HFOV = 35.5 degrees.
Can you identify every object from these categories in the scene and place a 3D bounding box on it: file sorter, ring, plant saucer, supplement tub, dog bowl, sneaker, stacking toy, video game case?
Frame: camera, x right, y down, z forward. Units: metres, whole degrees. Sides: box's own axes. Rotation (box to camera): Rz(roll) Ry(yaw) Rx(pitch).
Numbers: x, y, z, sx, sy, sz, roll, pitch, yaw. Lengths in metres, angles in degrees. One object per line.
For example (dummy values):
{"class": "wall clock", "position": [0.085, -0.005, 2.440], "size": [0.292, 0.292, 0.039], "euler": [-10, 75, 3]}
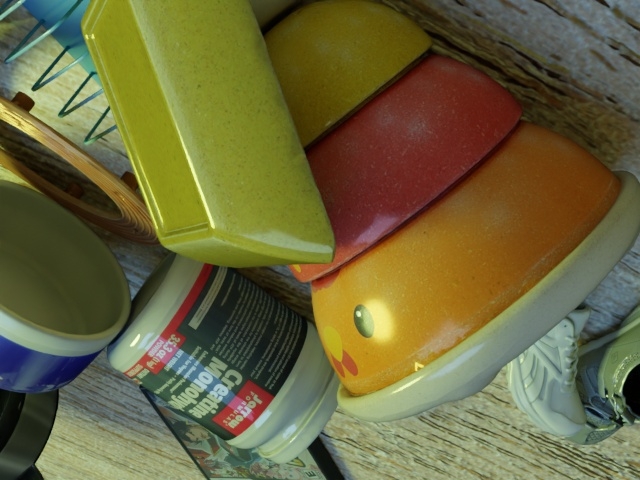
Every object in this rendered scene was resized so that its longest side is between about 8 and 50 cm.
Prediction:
{"class": "file sorter", "position": [-0.256, -0.204, 1.061], "size": [0.118, 0.104, 0.170], "euler": [-21, 122, 38]}
{"class": "ring", "position": [-0.317, -0.098, 1.165], "size": [0.337, 0.032, 0.336], "euler": [30, 165, 9]}
{"class": "plant saucer", "position": [-0.126, -0.119, 0.893], "size": [0.333, 0.081, 0.332], "euler": [-8, 103, 70]}
{"class": "supplement tub", "position": [-0.119, 0.148, 1.298], "size": [0.272, 0.191, 0.191], "euler": [36, 137, -13]}
{"class": "dog bowl", "position": [-0.367, 0.052, 1.210], "size": [0.265, 0.265, 0.104], "euler": [37, 112, -15]}
{"class": "sneaker", "position": [0.262, 0.119, 1.139], "size": [0.115, 0.090, 0.232], "euler": [-23, 102, 29]}
{"class": "stacking toy", "position": [0.032, -0.103, 0.947], "size": [0.480, 0.350, 0.351], "euler": [51, 135, -3]}
{"class": "video game case", "position": [-0.122, 0.311, 1.588], "size": [0.248, 0.035, 0.274], "euler": [-4, 132, 29]}
{"class": "sneaker", "position": [0.347, 0.172, 1.163], "size": [0.105, 0.115, 0.281], "euler": [23, 139, 1]}

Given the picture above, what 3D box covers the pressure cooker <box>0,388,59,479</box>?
{"class": "pressure cooker", "position": [-0.566, 0.208, 1.406], "size": [0.376, 0.369, 0.420], "euler": [3, 163, -5]}
